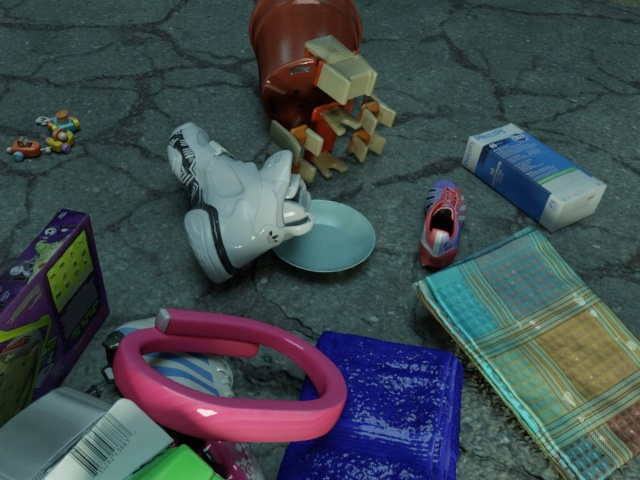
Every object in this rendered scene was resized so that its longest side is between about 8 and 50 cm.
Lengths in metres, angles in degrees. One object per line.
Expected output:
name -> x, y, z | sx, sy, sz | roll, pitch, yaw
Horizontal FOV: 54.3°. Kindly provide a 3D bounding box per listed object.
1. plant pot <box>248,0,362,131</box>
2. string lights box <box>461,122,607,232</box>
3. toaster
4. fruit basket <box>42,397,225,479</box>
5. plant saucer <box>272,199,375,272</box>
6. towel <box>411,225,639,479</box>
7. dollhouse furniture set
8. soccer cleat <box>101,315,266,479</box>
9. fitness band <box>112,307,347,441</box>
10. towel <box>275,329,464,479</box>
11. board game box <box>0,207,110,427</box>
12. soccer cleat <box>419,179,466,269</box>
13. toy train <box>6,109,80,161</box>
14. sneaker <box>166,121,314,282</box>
plant pot -> -0.032, -0.399, 1.416 | 0.272, 0.272, 0.265 | 1, 50, -4
string lights box -> 0.434, -0.138, 1.290 | 0.133, 0.076, 0.259 | -20, 48, -27
toaster -> -0.289, 0.261, 0.703 | 0.146, 0.129, 0.227 | 3, 31, 36
fruit basket -> -0.182, 0.380, 0.556 | 0.327, 0.165, 0.353 | 43, 63, -4
plant saucer -> 0.000, 0.000, 1.121 | 0.195, 0.037, 0.195 | 3, 41, -3
towel -> 0.348, 0.151, 0.937 | 0.271, 0.040, 0.370 | -22, 59, -26
dollhouse furniture set -> 0.016, -0.255, 1.244 | 0.262, 0.259, 0.135 | -26, 60, -33
soccer cleat -> -0.152, 0.207, 0.817 | 0.143, 0.116, 0.331 | -22, 50, -41
fitness band -> -0.100, 0.159, 0.754 | 0.291, 0.054, 0.209 | 12, 16, -36
towel -> 0.074, 0.254, 0.815 | 0.228, 0.076, 0.308 | 12, 42, 6
board game box -> -0.384, 0.143, 0.795 | 0.056, 0.208, 0.347 | 10, 41, 10
soccer cleat -> 0.231, -0.050, 1.157 | 0.083, 0.095, 0.248 | 13, 43, 9
toy train -> -0.579, -0.229, 1.311 | 0.125, 0.046, 0.166 | 4, 42, -2
sneaker -> -0.141, -0.103, 1.109 | 0.210, 0.137, 0.366 | -22, 50, 1
